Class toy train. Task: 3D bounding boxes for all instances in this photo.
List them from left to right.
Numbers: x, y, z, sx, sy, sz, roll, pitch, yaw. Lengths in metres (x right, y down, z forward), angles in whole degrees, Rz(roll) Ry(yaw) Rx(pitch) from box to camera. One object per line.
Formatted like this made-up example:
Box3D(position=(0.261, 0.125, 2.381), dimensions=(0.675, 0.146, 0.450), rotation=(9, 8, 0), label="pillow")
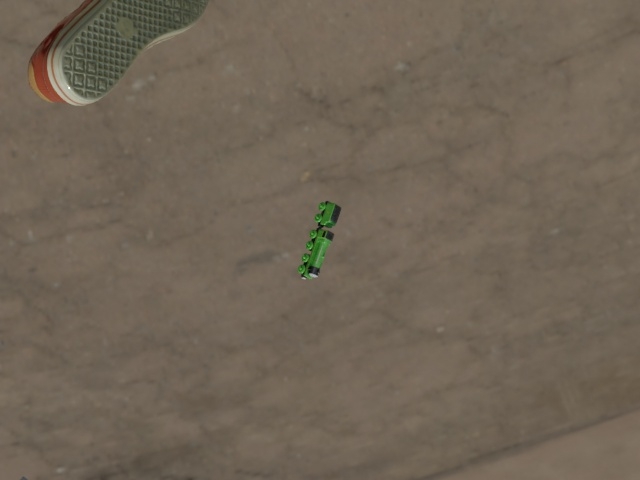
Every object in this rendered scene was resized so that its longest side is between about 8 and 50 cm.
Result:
Box3D(position=(0.000, 0.000, 1.172), dimensions=(0.024, 0.083, 0.017), rotation=(10, 168, 40), label="toy train")

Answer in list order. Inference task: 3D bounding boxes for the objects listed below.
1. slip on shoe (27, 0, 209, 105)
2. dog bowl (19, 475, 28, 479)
Box3D(position=(-0.249, -0.281, 1.477), dimensions=(0.101, 0.331, 0.123), rotation=(-3, 129, 40), label="slip on shoe")
Box3D(position=(-0.248, 0.379, 1.184), dimensions=(0.074, 0.297, 0.166), rotation=(-33, -169, -15), label="dog bowl")
